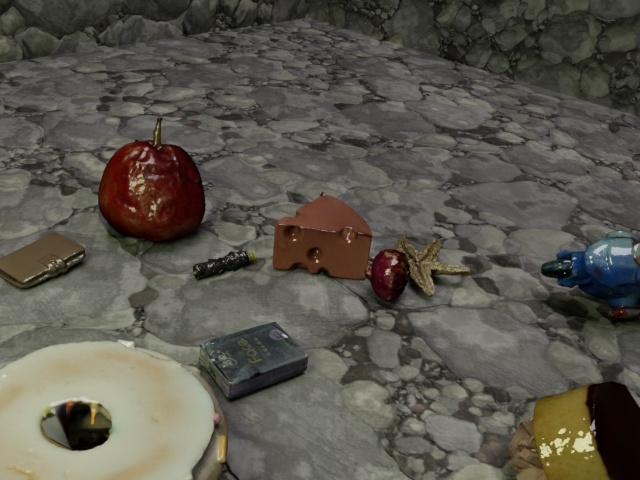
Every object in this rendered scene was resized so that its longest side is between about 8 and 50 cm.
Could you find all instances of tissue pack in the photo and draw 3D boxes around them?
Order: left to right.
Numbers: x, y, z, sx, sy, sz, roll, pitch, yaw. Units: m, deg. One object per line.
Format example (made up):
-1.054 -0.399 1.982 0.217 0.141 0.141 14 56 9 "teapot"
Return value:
-0.114 0.202 1.177 0.156 0.051 0.112 -15 37 -33 "tissue pack"

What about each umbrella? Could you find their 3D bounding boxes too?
-0.200 0.047 1.442 0.144 0.040 0.037 -15 28 -35 "umbrella"

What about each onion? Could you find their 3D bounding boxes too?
0.136 0.068 1.405 0.097 0.107 0.107 10 30 -5 "onion"

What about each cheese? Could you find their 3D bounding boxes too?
0.028 0.001 1.477 0.177 0.128 0.203 22 32 26 "cheese"

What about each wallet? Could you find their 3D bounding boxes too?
-0.560 0.040 1.381 0.118 0.038 0.153 24 37 31 "wallet"

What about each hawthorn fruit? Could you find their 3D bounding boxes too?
-0.369 -0.136 1.513 0.230 0.265 0.210 -2 12 -21 "hawthorn fruit"

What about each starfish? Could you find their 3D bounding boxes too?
0.207 0.049 1.517 0.241 0.043 0.227 7 27 8 "starfish"

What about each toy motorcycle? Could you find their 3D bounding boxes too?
0.637 0.046 1.404 0.319 0.241 0.182 9 48 -21 "toy motorcycle"

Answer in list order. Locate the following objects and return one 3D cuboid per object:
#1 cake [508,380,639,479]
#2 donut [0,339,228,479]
0.364 0.312 0.993 0.208 0.178 0.185 0 67 -43 "cake"
-0.311 0.284 0.903 0.383 0.142 0.382 4 29 -2 "donut"
